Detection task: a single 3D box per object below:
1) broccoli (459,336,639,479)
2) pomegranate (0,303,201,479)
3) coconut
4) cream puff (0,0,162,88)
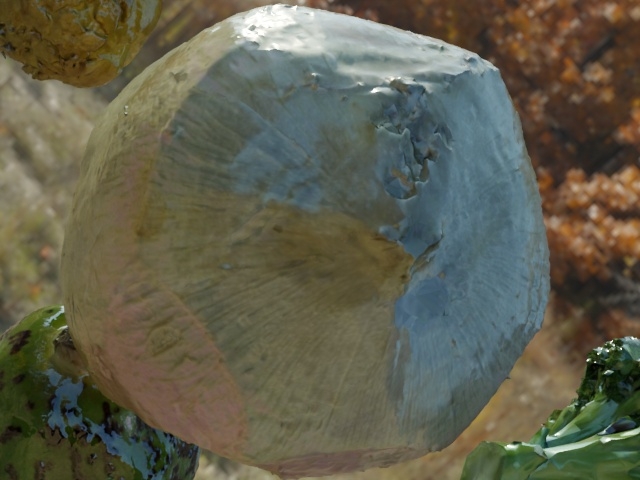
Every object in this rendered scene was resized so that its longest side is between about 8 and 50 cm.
[{"bbox_3d":[0.266,0.234,1.324,0.275,0.308,0.308,18,20,-23],"label":"broccoli"},{"bbox_3d":[-0.233,0.172,1.454,0.254,0.271,0.254,7,35,-5],"label":"pomegranate"},{"bbox_3d":[0.000,0.000,1.174,0.404,0.404,0.404,47,8,-8],"label":"coconut"},{"bbox_3d":[-0.264,-0.250,1.530,0.189,0.189,0.129,51,23,20],"label":"cream puff"}]
